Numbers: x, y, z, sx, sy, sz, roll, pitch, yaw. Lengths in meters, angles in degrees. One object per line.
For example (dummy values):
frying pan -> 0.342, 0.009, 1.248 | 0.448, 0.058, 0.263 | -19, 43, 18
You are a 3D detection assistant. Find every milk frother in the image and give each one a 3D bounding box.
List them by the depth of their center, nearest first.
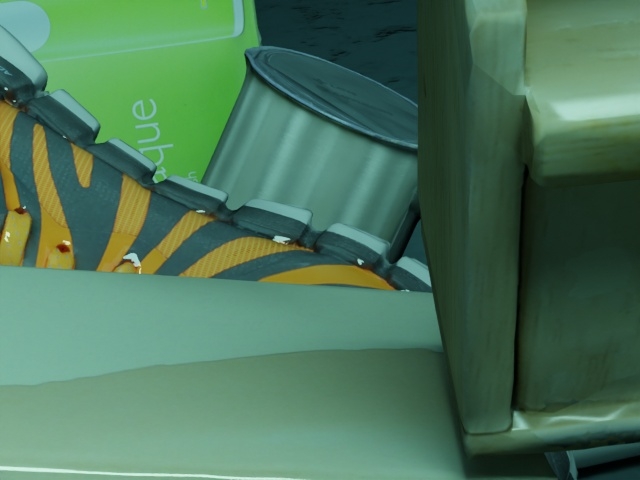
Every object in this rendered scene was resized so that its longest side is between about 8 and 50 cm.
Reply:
milk frother -> 0.000, 0.000, 0.767 | 0.129, 0.135, 0.143 | 20, 18, -17

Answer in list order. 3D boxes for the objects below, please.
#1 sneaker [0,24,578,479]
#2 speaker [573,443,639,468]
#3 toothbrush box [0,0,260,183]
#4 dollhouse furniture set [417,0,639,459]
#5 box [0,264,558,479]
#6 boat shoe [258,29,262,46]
sneaker -> -0.084, 0.037, 0.592 | 0.321, 0.125, 0.180 | 29, 22, 14
speaker -> 0.061, 0.062, 0.702 | 0.136, 0.055, 0.055 | -10, 21, -11
toothbrush box -> -0.165, -0.056, 0.869 | 0.283, 0.206, 0.122 | -7, 22, -3
dollhouse furniture set -> 0.115, 0.051, 0.234 | 0.362, 0.256, 0.394 | -7, 49, -1
box -> -0.114, 0.087, 0.473 | 0.311, 0.148, 0.121 | 3, 20, -10
boat shoe -> -0.157, -0.087, 1.112 | 0.258, 0.084, 0.095 | -12, 22, -13
